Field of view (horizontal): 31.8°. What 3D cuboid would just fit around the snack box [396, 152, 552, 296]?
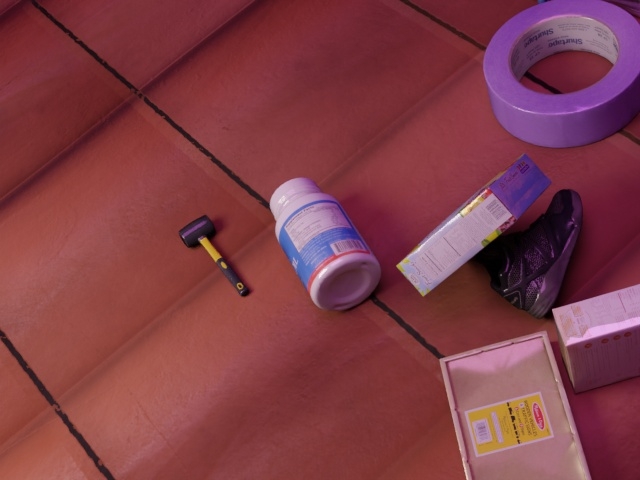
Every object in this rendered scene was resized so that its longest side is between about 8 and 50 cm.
[{"bbox_3d":[0.232,-0.024,1.700,0.070,0.207,0.174,48,34,3],"label":"snack box"}]

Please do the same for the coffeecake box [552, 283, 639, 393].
[{"bbox_3d":[0.432,0.132,1.582,0.185,0.142,0.068,-17,51,6],"label":"coffeecake box"}]

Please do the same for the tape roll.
[{"bbox_3d":[0.423,-0.292,1.939,0.275,0.090,0.275,-10,51,13],"label":"tape roll"}]

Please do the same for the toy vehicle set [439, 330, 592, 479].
[{"bbox_3d":[0.277,0.266,1.606,0.166,0.035,0.267,-15,51,8],"label":"toy vehicle set"}]

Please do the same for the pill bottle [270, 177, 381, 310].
[{"bbox_3d":[0.000,0.000,1.847,0.124,0.124,0.221,-29,49,-3],"label":"pill bottle"}]

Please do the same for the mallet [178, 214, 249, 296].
[{"bbox_3d":[-0.171,0.025,1.951,0.062,0.039,0.189,-40,57,-15],"label":"mallet"}]

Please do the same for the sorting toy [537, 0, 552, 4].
[{"bbox_3d":[0.428,-0.467,2.099,0.061,0.042,0.102,-45,53,-15],"label":"sorting toy"}]

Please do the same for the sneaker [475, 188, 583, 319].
[{"bbox_3d":[0.323,-0.002,1.735,0.130,0.087,0.227,27,66,-2],"label":"sneaker"}]

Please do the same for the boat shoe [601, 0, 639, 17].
[{"bbox_3d":[0.537,-0.457,2.039,0.066,0.063,0.184,-42,53,-14],"label":"boat shoe"}]
